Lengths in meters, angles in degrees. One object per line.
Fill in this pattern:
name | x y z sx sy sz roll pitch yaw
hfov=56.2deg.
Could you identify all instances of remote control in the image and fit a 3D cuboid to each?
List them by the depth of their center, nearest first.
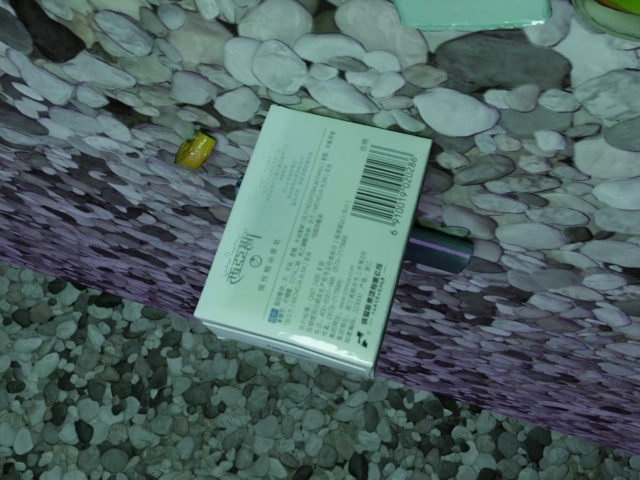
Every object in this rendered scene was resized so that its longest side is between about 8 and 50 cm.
remote control | 0.050 -0.023 0.959 0.377 0.044 0.107 16 166 4

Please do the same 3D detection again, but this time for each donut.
donut | -0.178 -0.133 0.868 0.038 0.067 0.083 32 125 -22

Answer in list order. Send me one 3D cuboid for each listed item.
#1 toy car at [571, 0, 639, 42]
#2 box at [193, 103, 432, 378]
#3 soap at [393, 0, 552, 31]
toy car | 0.236 -0.164 0.316 0.235 0.145 0.235 12 180 0
box | 0.000 0.001 0.711 0.203 0.274 0.116 13 162 10
soap | 0.080 -0.218 0.361 0.114 0.063 0.198 8 159 28
